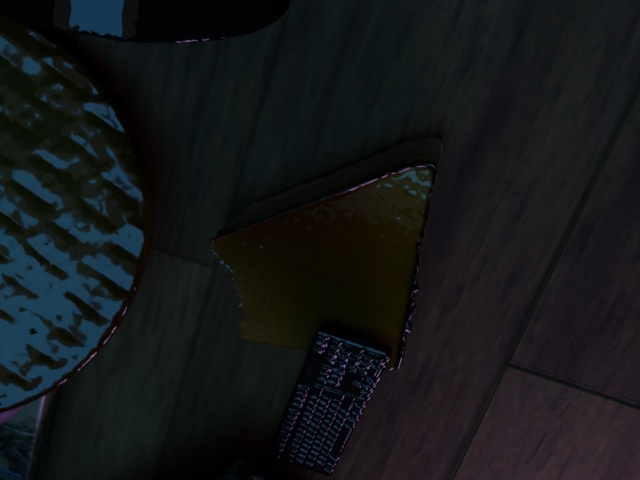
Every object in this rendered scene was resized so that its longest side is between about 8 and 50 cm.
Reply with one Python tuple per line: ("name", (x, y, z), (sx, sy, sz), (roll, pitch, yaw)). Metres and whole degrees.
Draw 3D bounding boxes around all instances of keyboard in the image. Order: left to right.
("keyboard", (0.004, 0.137, 0.961), (0.061, 0.013, 0.204), (17, 140, -2))

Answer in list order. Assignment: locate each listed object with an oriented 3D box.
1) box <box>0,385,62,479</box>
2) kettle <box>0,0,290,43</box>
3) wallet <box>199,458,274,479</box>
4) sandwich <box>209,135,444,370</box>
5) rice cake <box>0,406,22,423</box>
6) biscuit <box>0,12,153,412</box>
("box", (-0.326, 0.164, 1.041), (0.164, 0.069, 0.256), (19, 122, -1))
("kettle", (-0.113, -0.304, 0.677), (0.203, 0.262, 0.308), (-7, 123, -27))
("wallet", (-0.167, 0.313, 1.082), (0.379, 0.046, 0.191), (-26, 137, 23))
("sandwich", (0.000, 0.000, 0.888), (0.163, 0.058, 0.193), (11, 125, 5))
("rice cake", (-0.336, 0.032, 0.919), (0.106, 0.050, 0.298), (-33, 93, 4))
("biscuit", (-0.281, -0.023, 0.867), (0.318, 0.040, 0.317), (0, 97, 0))
